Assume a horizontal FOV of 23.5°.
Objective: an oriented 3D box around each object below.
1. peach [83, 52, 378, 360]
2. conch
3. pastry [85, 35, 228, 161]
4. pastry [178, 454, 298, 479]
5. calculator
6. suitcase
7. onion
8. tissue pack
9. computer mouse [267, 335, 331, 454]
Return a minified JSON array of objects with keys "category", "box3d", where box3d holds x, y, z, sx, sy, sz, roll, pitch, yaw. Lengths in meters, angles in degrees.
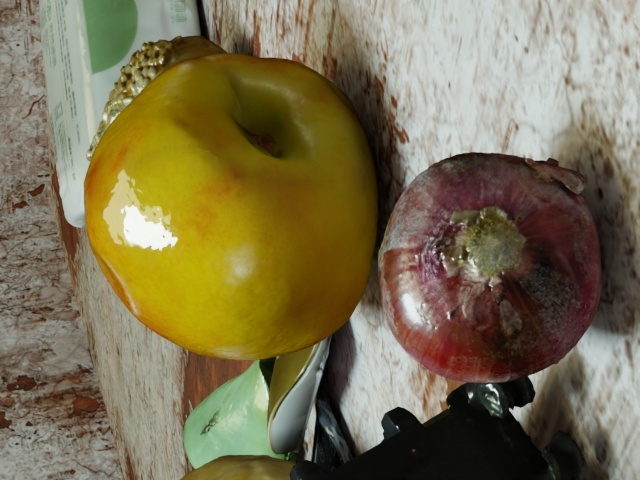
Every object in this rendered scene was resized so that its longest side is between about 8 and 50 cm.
[{"category":"peach","box3d":[-0.082,-0.016,1.480,0.308,0.289,0.289,110,147,-49]},{"category":"conch","box3d":[-0.082,0.246,1.971,0.250,0.137,0.143,-32,40,53]},{"category":"pastry","box3d":[-0.175,-0.099,1.844,0.255,0.162,0.311,-56,50,31]},{"category":"pastry","box3d":[-0.056,0.428,1.648,0.409,0.245,0.410,50,152,39]},{"category":"calculator","box3d":[0.014,0.317,1.794,0.274,0.028,0.166,96,158,-45]},{"category":"suitcase","box3d":[0.049,0.289,1.208,0.194,0.283,0.434,54,155,19]},{"category":"onion","box3d":[0.114,0.028,1.051,0.195,0.159,0.159,76,178,-71]},{"category":"tissue pack","box3d":[-0.266,-0.206,2.120,0.266,0.193,0.357,164,99,-70]},{"category":"computer mouse","box3d":[-0.025,0.150,1.723,0.245,0.056,0.126,107,177,-58]}]
